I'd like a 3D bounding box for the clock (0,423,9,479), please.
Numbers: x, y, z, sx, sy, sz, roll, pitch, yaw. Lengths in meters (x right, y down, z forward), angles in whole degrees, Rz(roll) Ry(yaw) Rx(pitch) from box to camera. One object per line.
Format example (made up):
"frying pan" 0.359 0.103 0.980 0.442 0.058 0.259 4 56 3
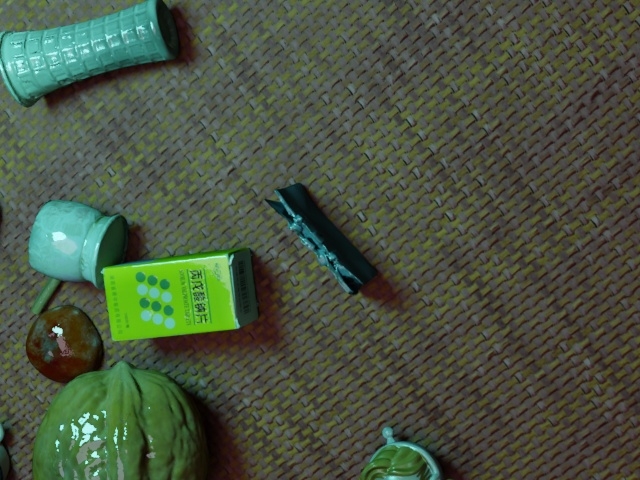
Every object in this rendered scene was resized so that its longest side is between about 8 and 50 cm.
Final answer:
"clock" -0.697 0.450 1.763 0.155 0.063 0.229 35 100 -14

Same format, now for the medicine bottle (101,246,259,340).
"medicine bottle" -0.247 0.094 1.611 0.250 0.141 0.137 -7 91 13

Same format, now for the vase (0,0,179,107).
"vase" -0.411 -0.343 1.606 0.299 0.143 0.143 -13 93 11

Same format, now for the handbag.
"handbag" 0.000 0.000 1.542 0.057 0.144 0.221 -42 85 12

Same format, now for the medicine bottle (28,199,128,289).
"medicine bottle" -0.438 0.007 1.640 0.143 0.147 0.147 15 99 7

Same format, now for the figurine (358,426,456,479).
"figurine" 0.190 0.461 1.562 0.274 0.133 0.194 34 125 2

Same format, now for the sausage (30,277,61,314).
"sausage" -0.517 0.086 1.729 0.024 0.024 0.132 36 101 7

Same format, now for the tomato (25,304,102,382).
"tomato" -0.503 0.204 1.715 0.155 0.069 0.155 1 96 14

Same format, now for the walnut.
"walnut" -0.351 0.379 1.593 0.333 0.333 0.333 1 96 12
